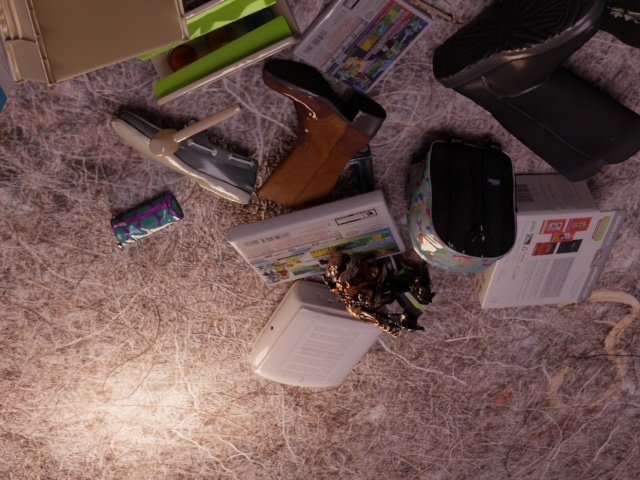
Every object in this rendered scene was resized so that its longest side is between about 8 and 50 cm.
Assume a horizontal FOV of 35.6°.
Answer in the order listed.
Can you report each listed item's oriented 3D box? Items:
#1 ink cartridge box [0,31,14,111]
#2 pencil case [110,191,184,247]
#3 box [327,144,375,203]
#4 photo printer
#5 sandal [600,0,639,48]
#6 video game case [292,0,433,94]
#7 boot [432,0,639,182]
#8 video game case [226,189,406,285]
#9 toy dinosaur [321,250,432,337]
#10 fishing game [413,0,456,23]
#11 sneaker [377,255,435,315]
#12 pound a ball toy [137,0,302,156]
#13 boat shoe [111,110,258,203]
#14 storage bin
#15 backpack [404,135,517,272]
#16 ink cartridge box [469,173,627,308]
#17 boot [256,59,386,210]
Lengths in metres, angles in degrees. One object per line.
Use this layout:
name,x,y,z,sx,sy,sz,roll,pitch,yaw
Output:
ink cartridge box,-0.557,-0.347,1.531,0.129,0.307,0.223,-4,139,17
pencil case,-0.363,-0.044,2.075,0.151,0.064,0.070,-25,160,13
box,0.037,-0.095,2.121,0.159,0.044,0.233,-10,137,-1
photo printer,-0.014,0.242,2.416,0.256,0.107,0.307,13,132,-24
sandal,0.546,-0.440,1.849,0.302,0.086,0.120,13,139,-4
video game case,0.078,-0.381,1.848,0.183,0.023,0.201,25,125,-32
boot,0.490,-0.286,1.893,0.445,0.146,0.367,31,151,-32
video game case,0.000,0.000,2.126,0.329,0.036,0.300,-14,157,8
toy dinosaur,0.125,0.118,2.218,0.218,0.164,0.322,3,169,27
fishing game,0.264,-0.500,1.752,0.189,0.041,0.264,21,128,-27
sneaker,0.202,0.083,2.338,0.097,0.084,0.235,-43,134,-9
pound a ball toy,-0.186,-0.307,1.763,0.319,0.136,0.208,-24,100,13
boat shoe,-0.258,-0.182,1.956,0.319,0.116,0.099,30,80,-27
storage bin,-0.362,-0.397,1.529,0.262,0.123,0.260,-26,119,-33
backpack,0.289,-0.060,2.064,0.225,0.254,0.191,7,153,-21
ink cartridge box,0.508,0.003,2.262,0.271,0.130,0.309,-2,136,-12
boot,-0.049,-0.197,1.953,0.264,0.096,0.280,18,128,-27
